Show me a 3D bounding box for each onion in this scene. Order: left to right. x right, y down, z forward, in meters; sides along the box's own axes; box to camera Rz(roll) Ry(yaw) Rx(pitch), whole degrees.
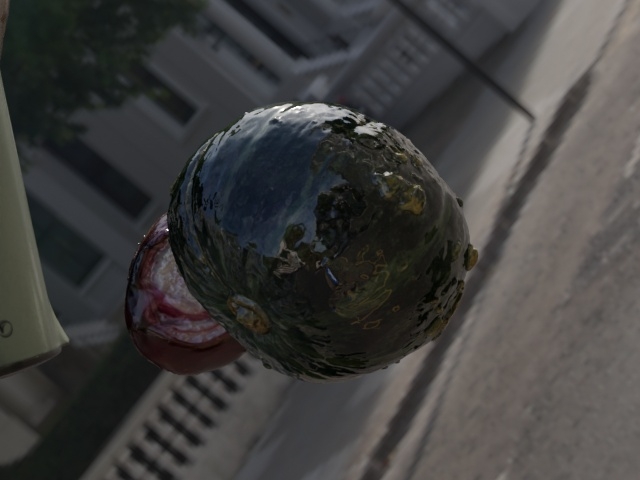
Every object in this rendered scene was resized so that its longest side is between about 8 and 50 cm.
[{"bbox_3d":[-0.097,0.057,1.410,0.173,0.198,0.135,-64,9,2],"label":"onion"}]

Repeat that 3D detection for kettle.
[{"bbox_3d":[-0.509,0.003,1.677,0.361,0.377,0.250,-16,3,-32],"label":"kettle"}]

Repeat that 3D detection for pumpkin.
[{"bbox_3d":[-0.001,0.000,0.848,0.146,0.190,0.190,-47,4,-14],"label":"pumpkin"}]

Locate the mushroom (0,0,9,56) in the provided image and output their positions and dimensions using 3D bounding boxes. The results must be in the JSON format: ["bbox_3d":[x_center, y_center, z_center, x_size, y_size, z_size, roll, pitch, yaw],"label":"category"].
[{"bbox_3d":[-0.330,-0.168,1.179,0.156,0.151,0.286,-10,28,-14],"label":"mushroom"}]
